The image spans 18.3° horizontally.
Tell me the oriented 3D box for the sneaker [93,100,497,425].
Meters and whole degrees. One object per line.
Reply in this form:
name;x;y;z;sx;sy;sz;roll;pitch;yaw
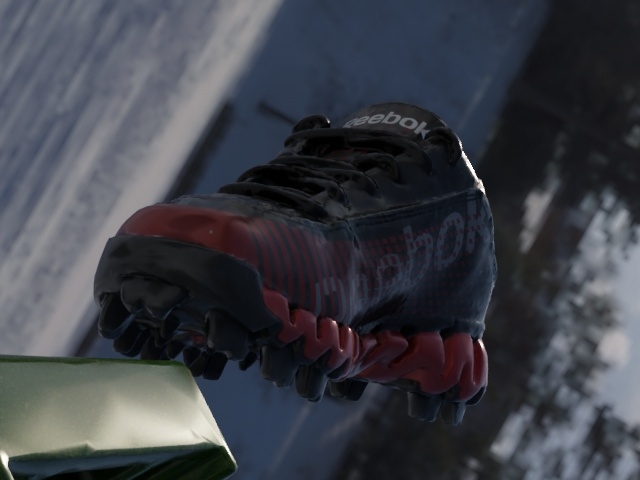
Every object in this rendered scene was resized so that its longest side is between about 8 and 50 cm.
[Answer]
sneaker;0.000;0.000;0.824;0.276;0.097;0.135;16;86;-62

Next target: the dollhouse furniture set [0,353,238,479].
dollhouse furniture set;-0.146;0.188;0.591;0.301;0.197;0.151;-31;167;19
